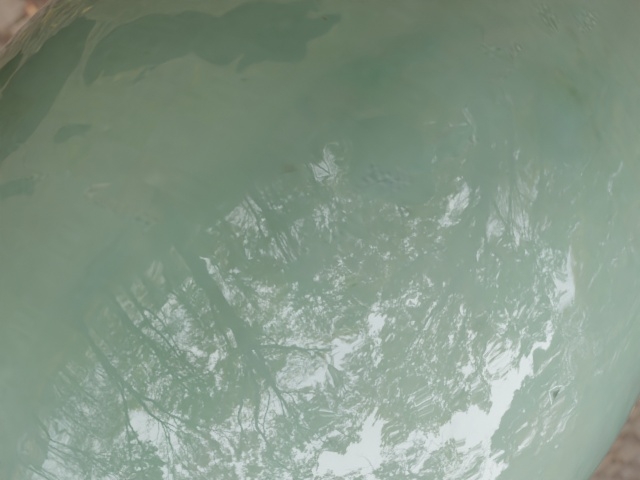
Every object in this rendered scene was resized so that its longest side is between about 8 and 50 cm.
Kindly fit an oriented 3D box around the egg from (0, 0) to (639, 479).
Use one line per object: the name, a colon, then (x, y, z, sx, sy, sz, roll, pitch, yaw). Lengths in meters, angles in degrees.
egg: (0.000, 0.000, 0.442, 0.231, 0.168, 0.168, -46, 156, -38)
